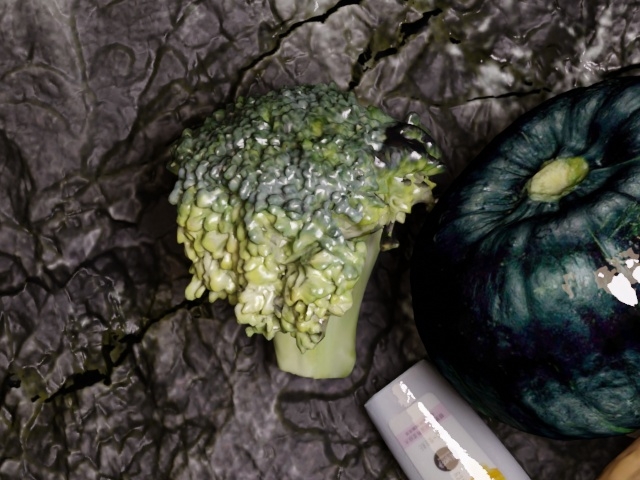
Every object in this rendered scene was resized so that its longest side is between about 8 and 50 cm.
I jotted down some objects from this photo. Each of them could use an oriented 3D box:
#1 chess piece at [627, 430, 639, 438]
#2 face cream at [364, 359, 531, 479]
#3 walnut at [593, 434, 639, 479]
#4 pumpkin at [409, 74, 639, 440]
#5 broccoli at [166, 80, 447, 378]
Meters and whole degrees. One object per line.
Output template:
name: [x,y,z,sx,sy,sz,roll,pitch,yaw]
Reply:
chess piece: [0.249,0.141,1.521,0.122,0.066,0.066,2,87,9]
face cream: [0.121,0.197,1.531,0.084,0.057,0.198,-39,83,3]
walnut: [0.320,0.282,1.392,0.306,0.306,0.344,20,91,6]
pumpkin: [0.233,0.020,1.425,0.315,0.315,0.238,-39,116,2]
broccoli: [0.000,0.000,1.498,0.247,0.263,0.243,-14,117,-25]
